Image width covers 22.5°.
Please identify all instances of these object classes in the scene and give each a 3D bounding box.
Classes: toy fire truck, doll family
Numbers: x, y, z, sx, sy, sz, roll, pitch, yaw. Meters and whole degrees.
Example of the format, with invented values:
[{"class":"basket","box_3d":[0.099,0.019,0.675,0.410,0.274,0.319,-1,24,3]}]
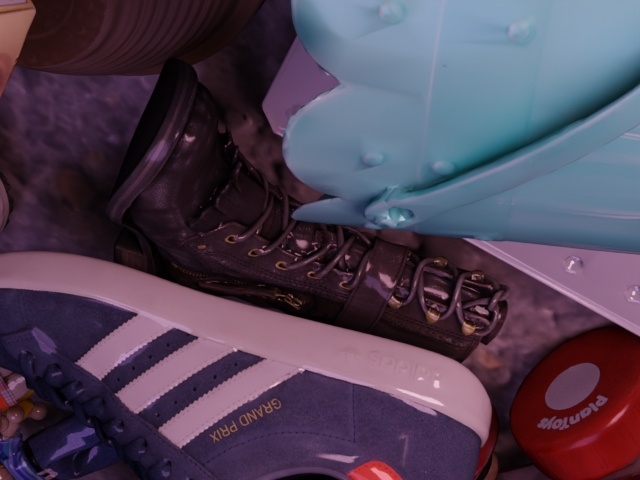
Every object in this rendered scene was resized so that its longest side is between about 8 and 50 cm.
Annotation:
[{"class":"toy fire truck","box_3d":[0.123,0.209,0.966,0.302,0.254,0.169,-19,120,36]},{"class":"doll family","box_3d":[-0.202,0.136,1.157,0.163,0.118,0.263,-23,124,17]}]

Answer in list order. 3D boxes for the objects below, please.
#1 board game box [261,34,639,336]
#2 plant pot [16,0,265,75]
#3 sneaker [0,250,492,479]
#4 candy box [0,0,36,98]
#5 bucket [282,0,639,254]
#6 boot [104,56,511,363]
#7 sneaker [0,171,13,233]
[{"class":"board game box","box_3d":[0.211,-0.104,0.786,0.390,0.050,0.390,29,136,-3]},{"class":"plant pot","box_3d":[-0.142,-0.168,0.842,0.237,0.110,0.237,12,134,12]},{"class":"sneaker","box_3d":[-0.084,0.111,0.935,0.350,0.148,0.131,12,159,14]},{"class":"candy box","box_3d":[-0.268,-0.164,0.800,0.316,0.087,0.183,57,140,20]},{"class":"bucket","box_3d":[0.105,-0.123,0.598,0.183,0.281,0.281,11,134,7]},{"class":"boot","box_3d":[0.000,0.000,0.920,0.229,0.091,0.263,20,162,1]},{"class":"sneaker","box_3d":[-0.295,0.015,1.080,0.100,0.108,0.271,38,133,-10]}]
